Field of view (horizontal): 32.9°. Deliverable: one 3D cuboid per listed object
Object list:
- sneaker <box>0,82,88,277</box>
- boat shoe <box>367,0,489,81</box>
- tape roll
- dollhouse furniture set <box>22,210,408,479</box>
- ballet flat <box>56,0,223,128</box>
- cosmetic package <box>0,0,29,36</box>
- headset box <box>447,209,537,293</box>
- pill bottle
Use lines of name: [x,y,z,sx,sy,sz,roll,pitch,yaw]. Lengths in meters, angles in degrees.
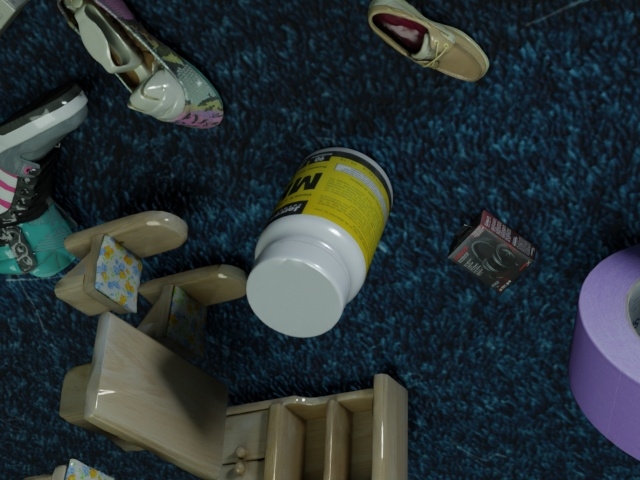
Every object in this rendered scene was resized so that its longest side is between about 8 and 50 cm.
sneaker: [-0.333,-0.051,1.259,0.295,0.124,0.178,-24,108,38]
boat shoe: [0.104,-0.194,1.075,0.135,0.045,0.050,29,127,-3]
tape roll: [0.384,0.109,1.051,0.275,0.275,0.090,9,126,12]
dollhouse furniture set: [-0.099,0.205,1.234,0.256,0.362,0.394,-14,146,27]
ballet flat: [-0.198,-0.188,1.153,0.077,0.079,0.221,-34,109,32]
cosmetic package: [-0.376,-0.245,1.194,0.060,0.041,0.115,45,124,-14]
headset box: [0.186,0.011,1.197,0.083,0.032,0.062,34,127,-9]
pill bottle: [0.000,0.000,1.138,0.119,0.208,0.119,8,125,12]
